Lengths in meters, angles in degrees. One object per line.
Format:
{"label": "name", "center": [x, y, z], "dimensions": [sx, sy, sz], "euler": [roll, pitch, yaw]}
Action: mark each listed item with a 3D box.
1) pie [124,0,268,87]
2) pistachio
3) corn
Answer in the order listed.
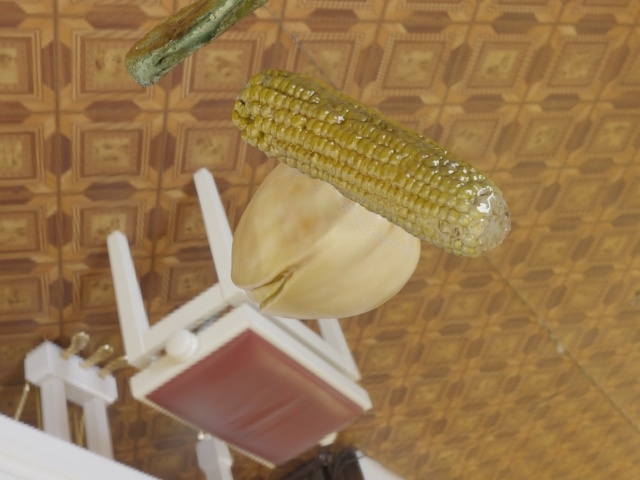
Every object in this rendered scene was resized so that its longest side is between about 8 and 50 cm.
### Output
{"label": "pie", "center": [-0.170, -0.335, 1.283], "dimensions": [0.302, 0.302, 0.067], "euler": [-33, 111, 13]}
{"label": "pistachio", "center": [0.000, 0.000, 1.146], "dimensions": [0.238, 0.229, 0.321], "euler": [-39, -175, -28]}
{"label": "corn", "center": [0.036, -0.079, 0.789], "dimensions": [0.097, 0.320, 0.097], "euler": [-29, 136, -33]}
